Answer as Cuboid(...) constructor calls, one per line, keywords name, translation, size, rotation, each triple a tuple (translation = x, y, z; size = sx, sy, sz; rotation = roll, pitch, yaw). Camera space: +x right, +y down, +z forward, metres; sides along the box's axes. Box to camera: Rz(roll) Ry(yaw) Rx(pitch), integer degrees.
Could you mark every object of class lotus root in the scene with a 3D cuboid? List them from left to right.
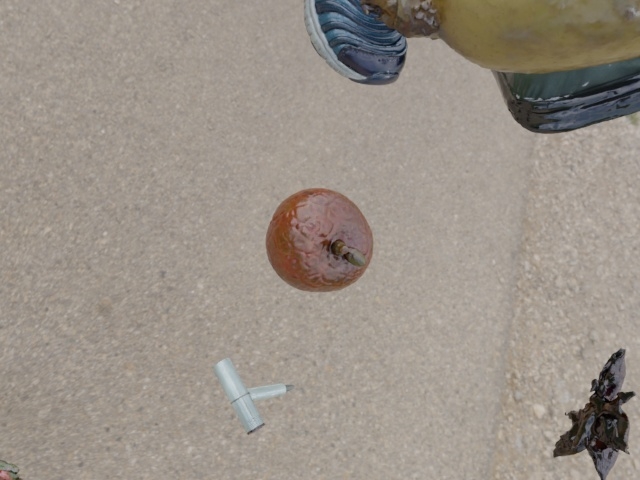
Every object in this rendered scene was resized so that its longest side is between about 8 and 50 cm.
Cuboid(name="lotus root", translation=(0.199, -0.211, 0.398), size=(0.151, 0.342, 0.169), rotation=(51, 27, -64))

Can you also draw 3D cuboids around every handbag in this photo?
Cuboid(name="handbag", translation=(0.264, -0.244, 0.569), size=(0.075, 0.191, 0.332), rotation=(54, 26, -42))

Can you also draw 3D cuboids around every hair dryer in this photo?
Cuboid(name="hair dryer", translation=(-0.126, 0.305, 1.142), size=(0.183, 0.044, 0.155), rotation=(-10, 64, -56))

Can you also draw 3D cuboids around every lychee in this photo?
Cuboid(name="lychee", translation=(0.000, 0.000, 1.216), size=(0.255, 0.300, 0.255), rotation=(2, 87, -36))

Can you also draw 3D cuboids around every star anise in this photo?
Cuboid(name="star anise", translation=(0.438, 0.290, 0.840), size=(0.053, 0.212, 0.157), rotation=(22, 29, -9))

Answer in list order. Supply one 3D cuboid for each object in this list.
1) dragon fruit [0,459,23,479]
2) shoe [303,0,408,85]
Cuboid(name="dragon fruit", translation=(-0.491, 0.434, 0.738), size=(0.193, 0.192, 0.274), rotation=(9, 45, -22))
Cuboid(name="shoe", translation=(0.038, -0.243, 0.479), size=(0.091, 0.106, 0.207), rotation=(-15, 97, -33))
